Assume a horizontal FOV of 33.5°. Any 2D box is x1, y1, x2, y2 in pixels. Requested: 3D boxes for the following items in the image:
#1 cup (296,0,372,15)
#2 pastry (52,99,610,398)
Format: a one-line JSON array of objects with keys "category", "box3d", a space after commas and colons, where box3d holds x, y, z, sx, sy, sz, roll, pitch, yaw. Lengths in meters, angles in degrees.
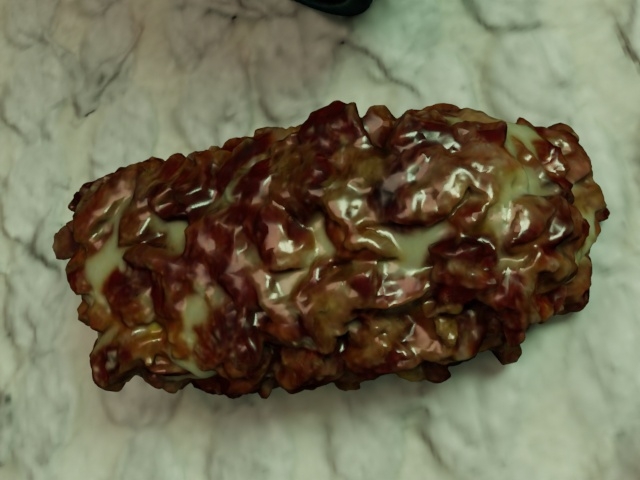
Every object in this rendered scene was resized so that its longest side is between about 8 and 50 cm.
[{"category": "cup", "box3d": [0.013, -0.281, 0.464, 0.242, 0.308, 0.292, 38, 89, 2]}, {"category": "pastry", "box3d": [0.000, 0.002, 0.408, 0.208, 0.097, 0.115, -7, 76, 24]}]
